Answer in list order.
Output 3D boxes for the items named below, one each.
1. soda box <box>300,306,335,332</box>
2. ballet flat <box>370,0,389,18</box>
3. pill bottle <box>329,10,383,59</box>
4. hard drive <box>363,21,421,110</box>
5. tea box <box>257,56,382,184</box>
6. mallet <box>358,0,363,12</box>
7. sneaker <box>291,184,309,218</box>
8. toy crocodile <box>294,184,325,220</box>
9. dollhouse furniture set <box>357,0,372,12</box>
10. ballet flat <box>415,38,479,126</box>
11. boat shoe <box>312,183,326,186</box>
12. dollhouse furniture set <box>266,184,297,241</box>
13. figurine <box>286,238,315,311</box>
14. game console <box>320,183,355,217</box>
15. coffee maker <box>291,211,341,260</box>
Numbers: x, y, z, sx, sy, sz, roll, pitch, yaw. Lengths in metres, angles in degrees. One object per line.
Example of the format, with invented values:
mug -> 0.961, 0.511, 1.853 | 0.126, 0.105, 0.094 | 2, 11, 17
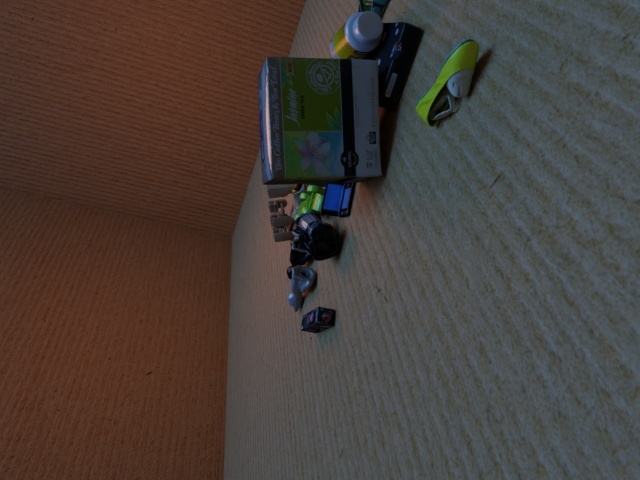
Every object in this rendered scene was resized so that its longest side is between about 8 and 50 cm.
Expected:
soda box -> -0.010, 0.258, 1.662 | 0.169, 0.060, 0.053 | 138, 143, -64
ballet flat -> 0.200, -0.813, 1.769 | 0.052, 0.057, 0.168 | -82, 15, -50
pill bottle -> 0.113, -0.620, 1.582 | 0.215, 0.117, 0.117 | -177, 99, -74
hard drive -> 0.190, -0.542, 1.587 | 0.339, 0.064, 0.237 | -120, 45, -65
tea box -> -0.010, -0.335, 1.501 | 0.220, 0.323, 0.329 | -173, 79, -77
mallet -> 0.152, -0.739, 1.791 | 0.062, 0.039, 0.190 | -121, 22, -64
sneaker -> -0.082, -0.189, 2.165 | 0.088, 0.092, 0.225 | -102, 29, -54
toy crocodile -> -0.026, -0.126, 1.949 | 0.340, 0.105, 0.115 | 155, 129, -74
dollhouse furniture set -> 0.173, -0.857, 1.939 | 0.152, 0.058, 0.076 | -65, -16, -77
ballet flat -> 0.286, -0.333, 1.133 | 0.231, 0.077, 0.077 | 127, 129, -60
boat shoe -> 0.026, -0.317, 1.843 | 0.355, 0.132, 0.130 | 139, 140, -61
dollhouse furniture set -> -0.152, -0.146, 2.366 | 0.212, 0.160, 0.242 | -112, 16, -63
figurine -> -0.084, 0.140, 1.972 | 0.210, 0.092, 0.215 | 109, 163, -46
game console -> 0.057, -0.143, 1.715 | 0.107, 0.071, 0.122 | 176, 106, -73
coffee maker -> 0.000, 0.000, 1.738 | 0.120, 0.171, 0.178 | -39, 24, -2
